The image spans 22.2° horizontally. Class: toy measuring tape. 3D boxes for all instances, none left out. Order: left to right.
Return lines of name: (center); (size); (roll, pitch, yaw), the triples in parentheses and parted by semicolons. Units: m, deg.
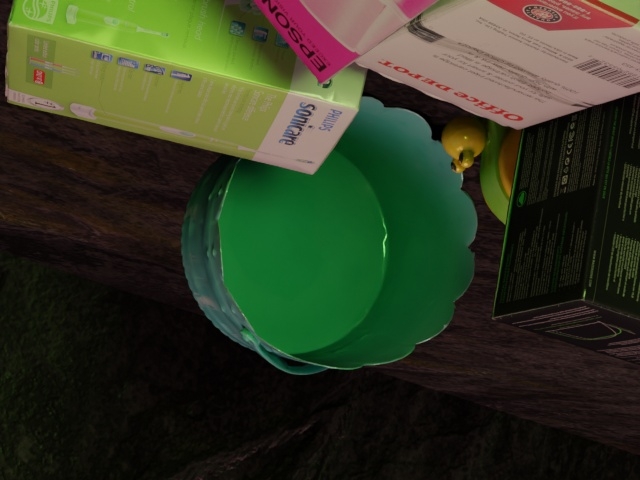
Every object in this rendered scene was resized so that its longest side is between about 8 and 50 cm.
toy measuring tape: (0.267, -0.046, 1.533); (0.330, 0.121, 0.121); (15, 166, -11)

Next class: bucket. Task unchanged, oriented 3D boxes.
bucket: (0.000, 0.000, 1.638); (0.281, 0.281, 0.183); (17, 171, -19)

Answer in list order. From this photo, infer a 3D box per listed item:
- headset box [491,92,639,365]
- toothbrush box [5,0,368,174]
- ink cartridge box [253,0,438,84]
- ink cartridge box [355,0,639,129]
headset box: (0.308, -0.022, 1.329); (0.283, 0.246, 0.131); (17, 164, -23)
toothbrush box: (-0.111, -0.164, 1.363); (0.283, 0.122, 0.206); (14, 165, -7)
ink cartridge box: (0.001, -0.209, 1.054); (0.175, 0.069, 0.371); (51, 160, -6)
ink cartridge box: (0.153, -0.170, 1.168); (0.172, 0.100, 0.237); (20, 163, -25)
